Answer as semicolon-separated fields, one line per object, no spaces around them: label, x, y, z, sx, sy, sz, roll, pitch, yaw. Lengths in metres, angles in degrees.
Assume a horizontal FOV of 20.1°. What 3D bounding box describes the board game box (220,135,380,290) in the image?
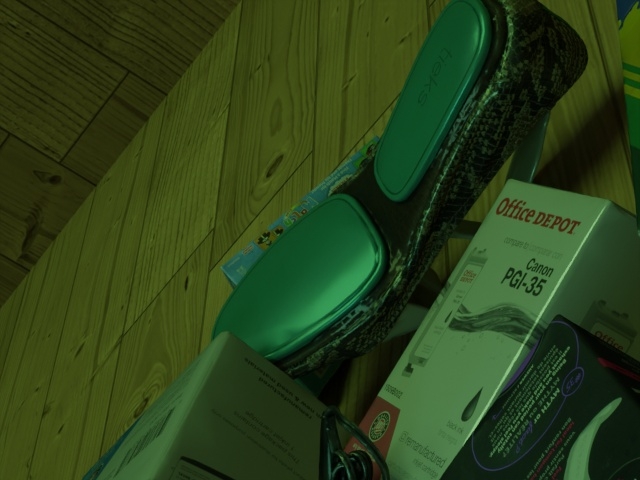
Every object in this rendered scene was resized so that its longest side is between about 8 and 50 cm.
board game box;0.000;0.000;1.898;0.211;0.039;0.160;-40;-23;-7

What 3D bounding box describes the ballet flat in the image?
ballet flat;0.092;-0.021;1.720;0.482;0.182;0.164;-54;38;23

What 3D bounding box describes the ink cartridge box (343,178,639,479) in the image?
ink cartridge box;0.158;0.102;1.428;0.283;0.117;0.207;-59;18;-3

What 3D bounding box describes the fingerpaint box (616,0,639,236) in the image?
fingerpaint box;0.405;-0.211;1.222;0.445;0.163;0.371;-46;22;33

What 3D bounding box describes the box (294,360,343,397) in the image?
box;-0.073;0.167;1.968;0.244;0.060;0.100;-36;11;44

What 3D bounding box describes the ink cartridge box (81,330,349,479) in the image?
ink cartridge box;-0.158;0.317;1.636;0.285;0.166;0.395;-46;11;37

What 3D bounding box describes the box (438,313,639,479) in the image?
box;0.198;0.187;1.141;0.165;0.143;0.270;-56;18;11

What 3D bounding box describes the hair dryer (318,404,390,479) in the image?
hair dryer;0.033;0.254;1.436;0.293;0.080;0.223;132;133;-71
